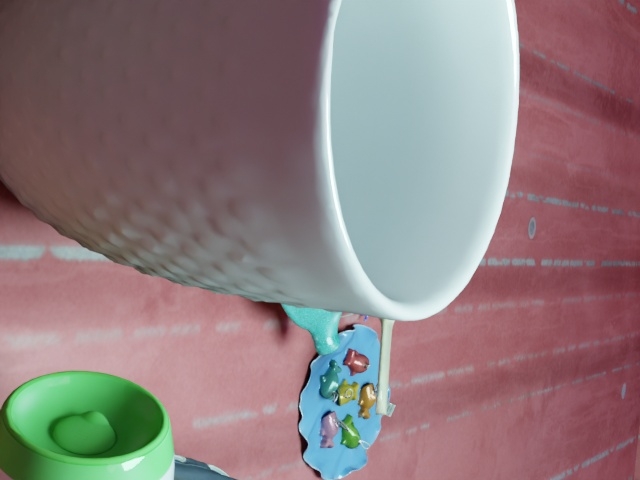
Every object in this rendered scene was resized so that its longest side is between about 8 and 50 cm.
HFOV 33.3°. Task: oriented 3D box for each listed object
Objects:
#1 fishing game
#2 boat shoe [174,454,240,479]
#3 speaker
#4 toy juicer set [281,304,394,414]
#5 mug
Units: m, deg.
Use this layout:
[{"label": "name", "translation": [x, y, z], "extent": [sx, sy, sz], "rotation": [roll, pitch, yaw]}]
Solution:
[{"label": "fishing game", "translation": [0.039, 0.190, 1.243], "extent": [0.189, 0.041, 0.264], "rotation": [6, 91, -56]}, {"label": "boat shoe", "translation": [-0.145, 0.214, 0.897], "extent": [0.254, 0.079, 0.095], "rotation": [18, 94, -44]}, {"label": "speaker", "translation": [-0.179, 0.244, 0.747], "extent": [0.131, 0.131, 0.296], "rotation": [-24, 133, -55]}, {"label": "toy juicer set", "translation": [0.000, 0.000, 1.110], "extent": [0.329, 0.089, 0.209], "rotation": [61, 32, -32]}, {"label": "mug", "translation": [-0.046, -0.133, 0.763], "extent": [0.374, 0.328, 0.276], "rotation": [-56, 140, -38]}]
